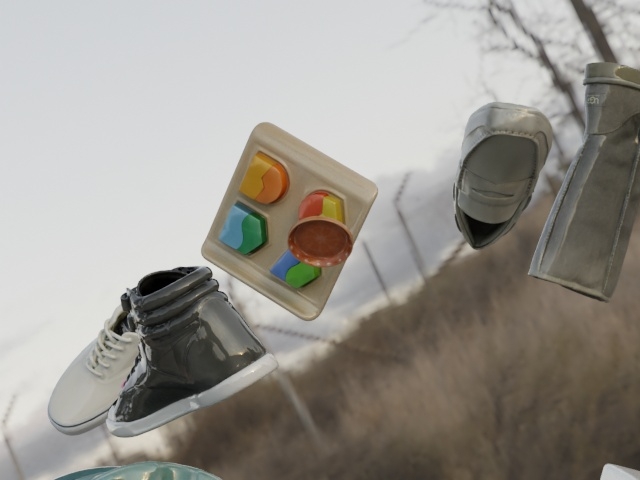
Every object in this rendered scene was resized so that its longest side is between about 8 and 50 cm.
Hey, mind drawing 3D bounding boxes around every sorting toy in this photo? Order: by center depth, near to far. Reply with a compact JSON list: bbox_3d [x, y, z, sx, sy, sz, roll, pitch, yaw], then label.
[{"bbox_3d":[-0.047,-0.024,1.932,0.208,0.193,0.038,-64,-17,17],"label":"sorting toy"}]

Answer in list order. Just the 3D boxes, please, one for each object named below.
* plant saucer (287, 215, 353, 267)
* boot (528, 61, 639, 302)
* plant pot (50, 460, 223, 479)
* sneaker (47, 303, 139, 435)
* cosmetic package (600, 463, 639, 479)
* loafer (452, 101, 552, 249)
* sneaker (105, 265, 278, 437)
[{"bbox_3d":[0.000,0.000,1.841,0.083,0.083,0.013,-27,35,27],"label":"plant saucer"},{"bbox_3d":[0.287,-0.044,1.359,0.189,0.209,0.076,12,-6,-30],"label":"boot"},{"bbox_3d":[-0.198,0.385,1.548,0.341,0.341,0.334,-22,-10,-21],"label":"plant pot"},{"bbox_3d":[-0.253,0.131,1.843,0.258,0.094,0.091,-48,-25,-11],"label":"sneaker"},{"bbox_3d":[0.468,0.468,1.679,0.327,0.330,0.393,15,-1,4],"label":"cosmetic package"},{"bbox_3d":[0.222,-0.076,1.817,0.112,0.112,0.319,9,-18,6],"label":"loafer"},{"bbox_3d":[-0.163,0.111,1.529,0.104,0.147,0.295,-28,-1,-38],"label":"sneaker"}]
